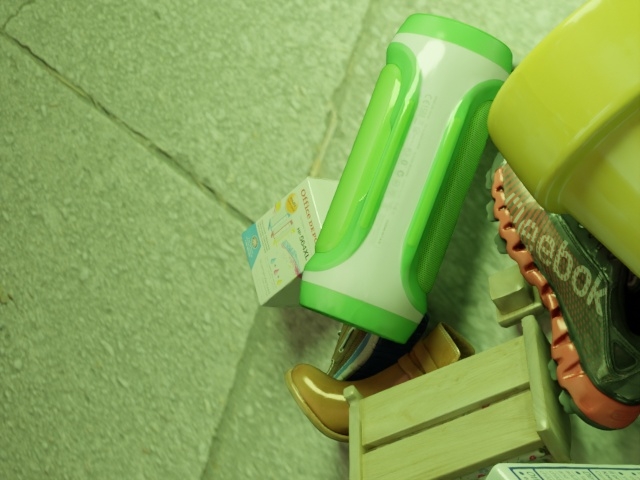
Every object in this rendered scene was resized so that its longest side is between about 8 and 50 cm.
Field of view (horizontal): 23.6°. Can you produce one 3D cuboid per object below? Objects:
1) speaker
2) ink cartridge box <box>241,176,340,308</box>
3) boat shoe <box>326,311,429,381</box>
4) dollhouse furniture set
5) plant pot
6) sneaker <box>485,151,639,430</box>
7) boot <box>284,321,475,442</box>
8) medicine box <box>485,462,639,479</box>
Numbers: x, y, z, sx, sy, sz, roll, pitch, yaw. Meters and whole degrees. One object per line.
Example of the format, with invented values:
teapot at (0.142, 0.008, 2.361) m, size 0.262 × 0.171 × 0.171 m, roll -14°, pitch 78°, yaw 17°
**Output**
speaker at (0.082, -0.058, 1.452) m, size 0.131 × 0.131 × 0.296 m, roll 16°, pitch 84°, yaw 50°
ink cartridge box at (0.000, 0.000, 1.613) m, size 0.143 × 0.090 × 0.092 m, roll -41°, pitch 56°, yaw 41°
boat shoe at (0.050, 0.112, 1.568) m, size 0.183 × 0.066 × 0.066 m, roll -53°, pitch 36°, yaw 29°
dollhouse furniture set at (0.100, 0.241, 1.378) m, size 0.303 × 0.174 × 0.355 m, roll -23°, pitch 37°, yaw 21°
plant pot at (0.294, -0.063, 1.159) m, size 0.254 × 0.254 × 0.239 m, roll -47°, pitch 67°, yaw 36°
sneaker at (0.236, 0.017, 1.318) m, size 0.135 × 0.098 × 0.276 m, roll -42°, pitch 57°, yaw 40°
boot at (0.074, 0.139, 1.488) m, size 0.197 × 0.073 × 0.152 m, roll 35°, pitch 108°, yaw 11°
medicine box at (0.264, 0.297, 1.096) m, size 0.263 × 0.289 × 0.149 m, roll 46°, pitch 118°, yaw 43°
